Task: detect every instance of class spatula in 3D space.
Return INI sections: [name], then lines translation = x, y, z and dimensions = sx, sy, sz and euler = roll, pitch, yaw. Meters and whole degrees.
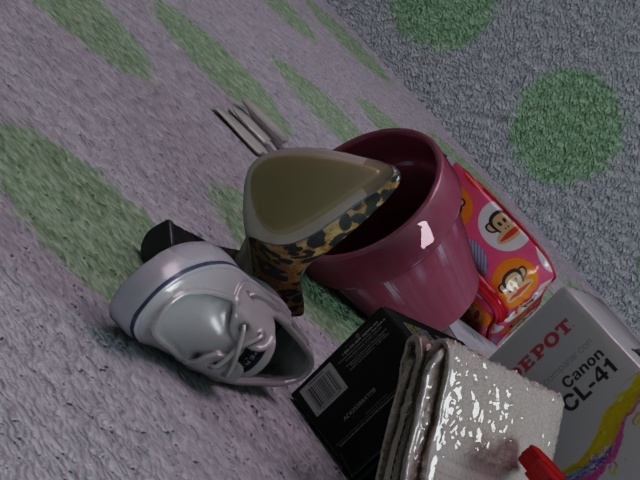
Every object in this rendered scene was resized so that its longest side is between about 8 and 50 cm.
[spatula]
translation = -0.033, -0.095, 2.176
dimensions = 0.242, 0.019, 0.168
euler = 45, 11, 2

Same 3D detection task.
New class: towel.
[towel]
translation = 0.128, 0.191, 1.381
dimensions = 0.049, 0.187, 0.282
euler = 9, -9, 32

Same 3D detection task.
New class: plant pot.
[plant pot]
translation = 0.082, 0.006, 1.859
dimensions = 0.180, 0.201, 0.201
euler = 56, 3, -36

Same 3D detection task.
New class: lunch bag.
[lunch bag]
translation = 0.165, 0.003, 2.094
dimensions = 0.258, 0.120, 0.293
euler = 49, -10, 13

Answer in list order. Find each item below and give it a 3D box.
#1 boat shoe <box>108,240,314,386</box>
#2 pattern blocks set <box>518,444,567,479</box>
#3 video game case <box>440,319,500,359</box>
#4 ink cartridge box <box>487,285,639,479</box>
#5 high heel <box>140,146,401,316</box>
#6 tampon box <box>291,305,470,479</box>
[boat shoe]
translation = -0.071, 0.067, 1.311
dimensions = 0.084, 0.095, 0.258
euler = 45, 12, 22
[pattern blocks set]
translation = 0.265, 0.297, 1.274
dimensions = 0.285, 0.026, 0.325
euler = 44, 7, -13
[video game case]
translation = 0.231, 0.213, 1.925
dimensions = 0.269, 0.061, 0.244
euler = 35, 15, -41
[ink cartridge box]
translation = 0.272, 0.231, 1.604
dimensions = 0.306, 0.226, 0.131
euler = 49, 11, 23
[high heel]
translation = 0.000, 0.000, 1.435
dimensions = 0.186, 0.261, 0.093
euler = 28, 53, -45
[tampon box]
translation = 0.079, 0.147, 1.482
dimensions = 0.101, 0.120, 0.161
euler = 52, 13, 31
